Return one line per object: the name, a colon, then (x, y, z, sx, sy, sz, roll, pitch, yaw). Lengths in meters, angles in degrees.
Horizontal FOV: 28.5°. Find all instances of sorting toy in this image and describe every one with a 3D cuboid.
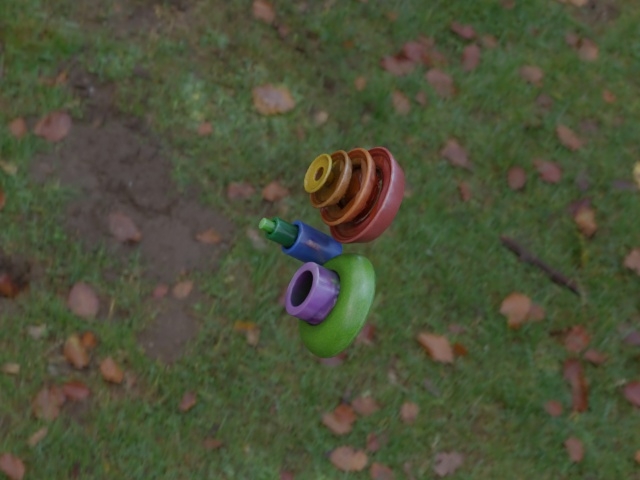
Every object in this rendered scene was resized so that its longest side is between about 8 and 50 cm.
sorting toy: (0.000, 0.000, 0.581, 0.042, 0.061, 0.102, 25, 77, -27)
